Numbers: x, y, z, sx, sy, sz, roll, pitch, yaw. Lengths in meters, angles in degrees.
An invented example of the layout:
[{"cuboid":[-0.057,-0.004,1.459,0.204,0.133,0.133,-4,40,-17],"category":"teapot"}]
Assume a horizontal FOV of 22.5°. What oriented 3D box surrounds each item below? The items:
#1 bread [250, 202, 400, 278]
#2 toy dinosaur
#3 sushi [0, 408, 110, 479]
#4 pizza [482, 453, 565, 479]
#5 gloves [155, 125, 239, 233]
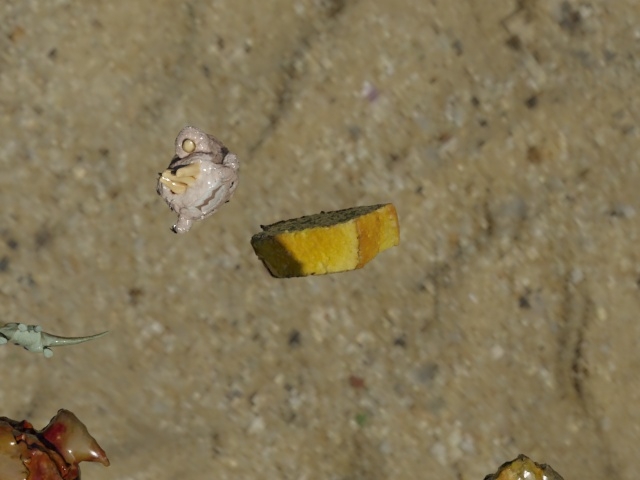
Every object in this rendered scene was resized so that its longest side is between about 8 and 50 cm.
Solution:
[{"cuboid":[0.000,0.000,1.871,0.187,0.065,0.103,-7,16,29],"category":"bread"},{"cuboid":[-0.327,0.109,1.819,0.058,0.180,0.037,-143,66,-72],"category":"toy dinosaur"},{"cuboid":[-0.334,0.314,1.630,0.182,0.196,0.343,-46,21,39],"category":"sushi"},{"cuboid":[0.120,0.217,0.980,0.292,0.058,0.197,1,104,24],"category":"pizza"},{"cuboid":[-0.145,-0.080,1.967,0.110,0.094,0.144,-60,6,33],"category":"gloves"}]
